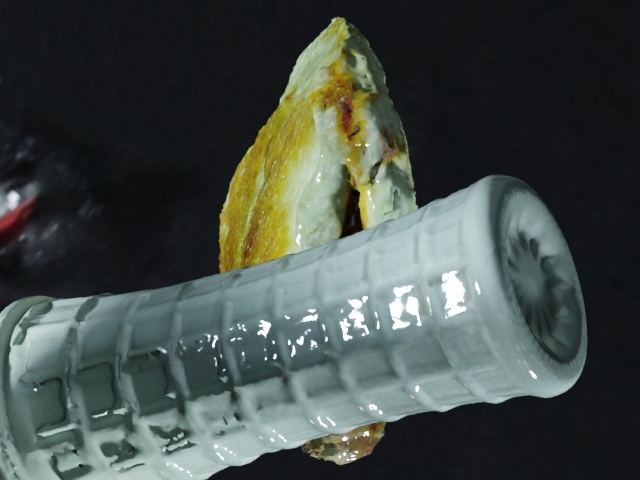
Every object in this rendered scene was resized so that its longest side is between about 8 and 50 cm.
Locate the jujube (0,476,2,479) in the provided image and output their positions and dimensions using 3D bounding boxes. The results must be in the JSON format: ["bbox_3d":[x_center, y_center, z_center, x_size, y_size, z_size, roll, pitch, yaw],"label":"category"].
[{"bbox_3d":[-0.178,0.230,1.198,0.308,0.246,0.215,53,-144,-15],"label":"jujube"}]

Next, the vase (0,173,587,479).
[{"bbox_3d":[-0.019,0.060,0.991,0.143,0.299,0.143,40,-139,-46],"label":"vase"}]

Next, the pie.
[{"bbox_3d":[0.000,-0.009,1.177,0.105,0.274,0.257,3,-86,-15],"label":"pie"}]
